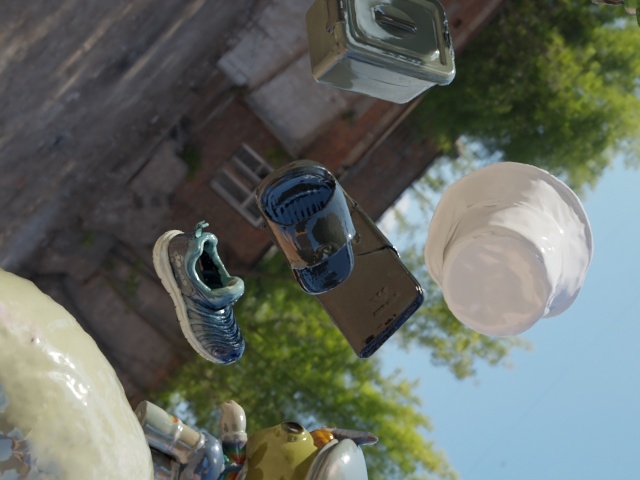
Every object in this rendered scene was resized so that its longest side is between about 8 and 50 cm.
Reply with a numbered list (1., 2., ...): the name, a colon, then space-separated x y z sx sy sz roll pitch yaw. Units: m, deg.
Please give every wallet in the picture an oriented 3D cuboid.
1. wallet: 0.035 0.032 1.765 0.172 0.318 0.045 -47 153 19

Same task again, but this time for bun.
1. bun: -0.233 0.146 0.561 0.287 0.287 0.146 -44 -163 26

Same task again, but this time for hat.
1. hat: 0.194 0.026 1.112 0.203 0.203 0.126 -45 180 24

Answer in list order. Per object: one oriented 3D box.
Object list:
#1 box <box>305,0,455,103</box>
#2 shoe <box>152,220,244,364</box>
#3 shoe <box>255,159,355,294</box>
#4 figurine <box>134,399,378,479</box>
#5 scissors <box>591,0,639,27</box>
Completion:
1. box: 0.062 -0.230 1.206 0.093 0.172 0.124 -36 -129 49
2. shoe: -0.106 0.051 1.005 0.071 0.143 0.064 -20 -176 33
3. shoe: 0.000 0.000 1.336 0.108 0.241 0.093 -30 -131 -8
4. figurine: -0.110 0.360 1.475 0.205 0.382 0.224 -119 -136 -64
5. scissors: 0.327 -0.241 1.032 0.101 0.027 0.204 -21 -158 -8
